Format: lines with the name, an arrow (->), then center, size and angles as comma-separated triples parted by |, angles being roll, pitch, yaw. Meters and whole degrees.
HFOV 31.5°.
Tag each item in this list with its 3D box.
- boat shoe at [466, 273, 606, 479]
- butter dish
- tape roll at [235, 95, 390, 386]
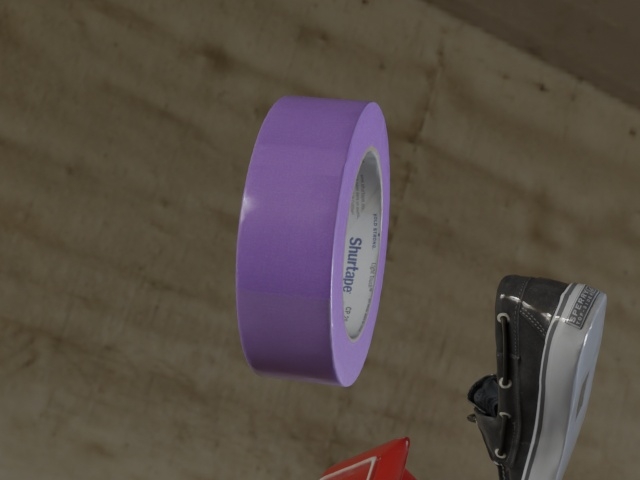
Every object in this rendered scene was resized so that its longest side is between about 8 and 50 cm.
boat shoe -> 0.136, 0.110, 0.765 | 0.076, 0.080, 0.229 | 19, -40, 21
butter dish -> 0.056, 0.295, 1.112 | 0.118, 0.160, 0.160 | 35, -38, -18
tape roll -> 0.000, 0.000, 1.100 | 0.090, 0.275, 0.275 | 6, -18, 12
